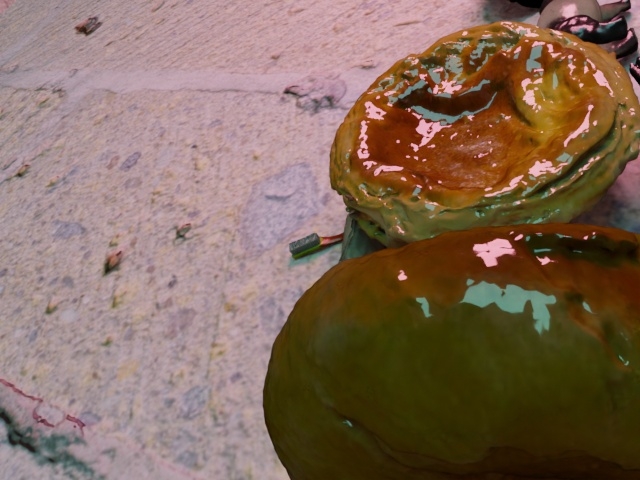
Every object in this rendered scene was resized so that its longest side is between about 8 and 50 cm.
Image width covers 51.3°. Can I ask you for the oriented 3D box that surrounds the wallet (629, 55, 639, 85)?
[{"bbox_3d":[0.389,-0.081,0.642,0.025,0.124,0.244,-40,41,18],"label":"wallet"}]

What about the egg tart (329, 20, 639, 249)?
[{"bbox_3d":[0.182,-0.102,0.750,0.352,0.150,0.351,-15,44,15],"label":"egg tart"}]

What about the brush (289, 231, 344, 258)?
[{"bbox_3d":[0.000,0.000,0.847,0.083,0.021,0.018,-18,42,12],"label":"brush"}]

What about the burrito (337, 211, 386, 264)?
[{"bbox_3d":[0.048,0.002,0.792,0.058,0.063,0.229,-26,36,48],"label":"burrito"}]

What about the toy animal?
[{"bbox_3d":[0.351,-0.300,0.892,0.121,0.094,0.225,-11,47,32],"label":"toy animal"}]

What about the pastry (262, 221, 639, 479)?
[{"bbox_3d":[0.130,0.121,0.454,0.356,0.356,0.163,-10,53,21],"label":"pastry"}]

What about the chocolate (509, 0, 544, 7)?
[{"bbox_3d":[0.299,-0.486,1.019,0.224,0.206,0.177,-37,33,0],"label":"chocolate"}]
